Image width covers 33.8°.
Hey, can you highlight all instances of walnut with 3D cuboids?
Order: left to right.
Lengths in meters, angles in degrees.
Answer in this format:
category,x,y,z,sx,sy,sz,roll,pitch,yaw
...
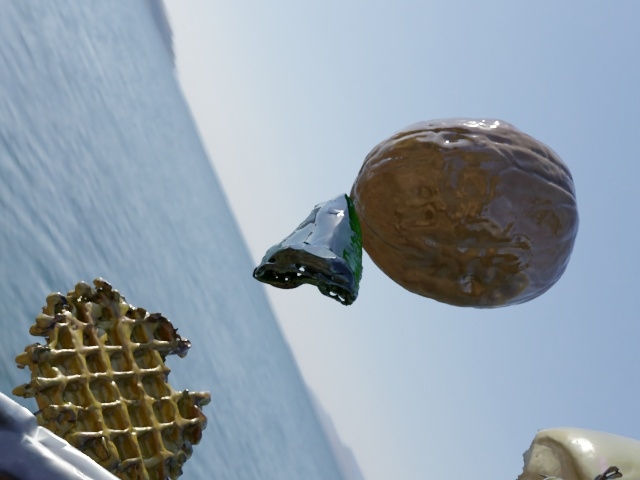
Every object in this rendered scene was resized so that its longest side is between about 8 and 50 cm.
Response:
category,x,y,z,sx,sy,sz,roll,pitch,yaw
walnut,0.192,-0.039,1.436,0.277,0.313,0.251,-20,115,-84

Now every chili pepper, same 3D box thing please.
category,x,y,z,sx,sy,sz,roll,pitch,yaw
chili pepper,-0.001,0.003,1.112,0.216,0.108,0.062,-68,174,-65

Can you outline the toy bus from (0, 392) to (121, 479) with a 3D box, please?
category,x,y,z,sx,sy,sz,roll,pitch,yaw
toy bus,-0.031,0.266,0.348,0.440,0.209,0.249,29,-52,17

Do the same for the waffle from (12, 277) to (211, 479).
category,x,y,z,sx,sy,sz,roll,pitch,yaw
waffle,-0.217,0.155,1.136,0.232,0.051,0.228,41,40,-20

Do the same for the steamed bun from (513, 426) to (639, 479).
category,x,y,z,sx,sy,sz,roll,pitch,yaw
steamed bun,0.309,0.295,1.160,0.200,0.226,0.170,-54,-146,39

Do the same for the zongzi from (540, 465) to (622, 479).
category,x,y,z,sx,sy,sz,roll,pitch,yaw
zongzi,0.208,0.313,0.943,0.081,0.189,0.178,6,-56,49
